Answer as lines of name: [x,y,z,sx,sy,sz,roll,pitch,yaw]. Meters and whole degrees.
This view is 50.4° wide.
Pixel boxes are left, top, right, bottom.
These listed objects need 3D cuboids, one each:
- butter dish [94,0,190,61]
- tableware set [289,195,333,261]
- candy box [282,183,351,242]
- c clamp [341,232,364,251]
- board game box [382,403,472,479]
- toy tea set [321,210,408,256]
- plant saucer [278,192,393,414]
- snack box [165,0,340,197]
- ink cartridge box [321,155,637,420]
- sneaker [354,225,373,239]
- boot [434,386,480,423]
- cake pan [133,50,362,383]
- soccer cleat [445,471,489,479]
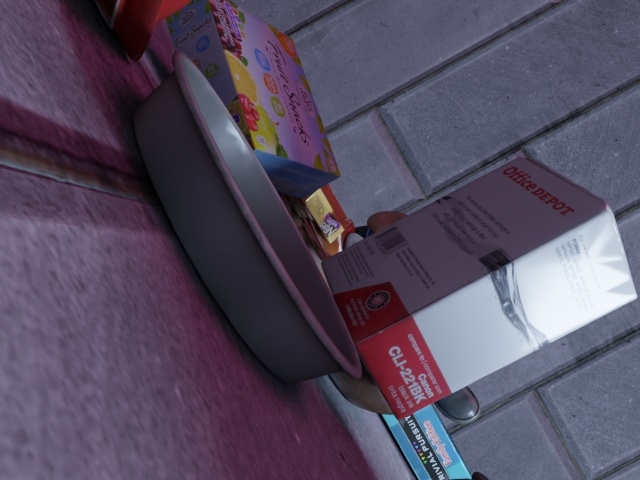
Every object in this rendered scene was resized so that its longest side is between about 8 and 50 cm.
butter dish: [-0.137,-0.259,0.561,0.160,0.118,0.160,62,-28,2]
tableware set: [0.000,0.000,0.922,0.168,0.020,0.141,58,4,-47]
candy box: [-0.043,-0.083,1.066,0.187,0.053,0.109,36,-15,40]
c clamp: [0.070,0.059,0.912,0.137,0.022,0.160,53,31,-23]
board game box: [0.156,0.296,1.178,0.336,0.079,0.254,60,2,-10]
toy tea set: [0.070,0.068,1.134,0.336,0.200,0.124,-86,177,-61]
plant saucer: [0.005,0.085,0.850,0.310,0.050,0.310,60,3,-5]
snack box: [-0.075,-0.164,0.790,0.174,0.070,0.207,11,58,-57]
ink cartridge box: [0.157,0.039,0.733,0.114,0.273,0.197,60,3,-23]
sneaker: [0.068,0.019,1.385,0.081,0.211,0.080,73,33,-55]
boot: [0.199,0.212,1.198,0.189,0.076,0.208,44,-16,39]
cake pan: [-0.058,-0.009,0.551,0.293,0.054,0.293,61,2,-4]
soccer cleat: [0.175,0.369,0.643,0.331,0.116,0.143,57,20,-25]
